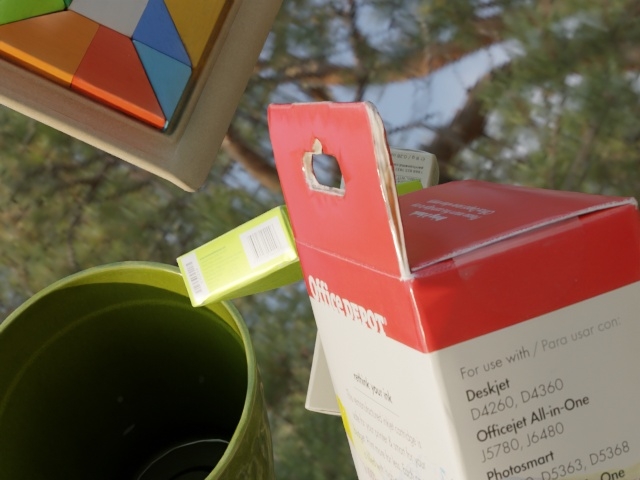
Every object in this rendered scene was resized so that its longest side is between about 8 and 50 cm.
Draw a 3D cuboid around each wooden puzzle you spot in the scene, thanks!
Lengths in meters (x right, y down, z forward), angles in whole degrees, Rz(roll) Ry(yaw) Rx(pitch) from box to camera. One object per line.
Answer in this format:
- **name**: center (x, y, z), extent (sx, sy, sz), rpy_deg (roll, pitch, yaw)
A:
- **wooden puzzle**: center (-0.157, -0.179, 1.044), extent (0.044, 0.239, 0.221), rpy_deg (-40, 27, 61)

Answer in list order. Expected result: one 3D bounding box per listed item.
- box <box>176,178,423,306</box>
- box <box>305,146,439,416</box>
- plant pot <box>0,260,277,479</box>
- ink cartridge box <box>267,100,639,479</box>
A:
- **box**: center (0.000, 0.000, 0.965), extent (0.109, 0.042, 0.178), rpy_deg (-26, -8, 39)
- **box**: center (0.056, 0.046, 1.403), extent (0.113, 0.094, 0.275), rpy_deg (54, -135, -78)
- **plant pot**: center (-0.205, 0.273, 1.701), extent (0.366, 0.366, 0.353), rpy_deg (-48, -33, -16)
- **ink cartridge box**: center (0.057, 0.057, 0.455), extent (0.078, 0.134, 0.231), rpy_deg (-17, -80, -14)
